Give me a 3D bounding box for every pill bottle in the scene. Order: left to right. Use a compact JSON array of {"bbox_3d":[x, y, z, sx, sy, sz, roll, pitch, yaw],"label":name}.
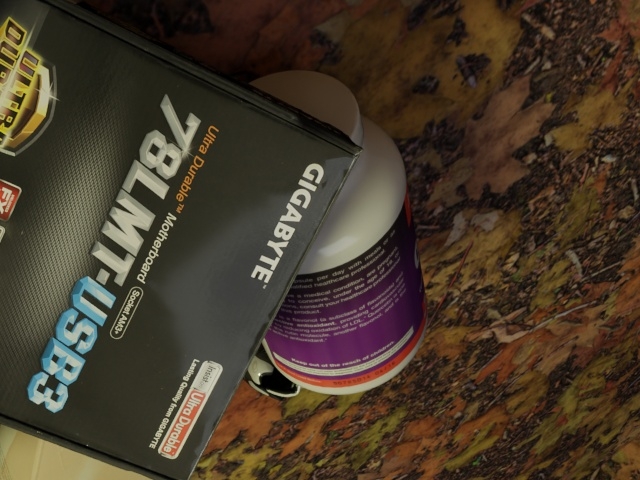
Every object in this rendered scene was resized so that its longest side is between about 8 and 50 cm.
[{"bbox_3d":[0.000,0.000,0.852,0.182,0.181,0.322,-31,143,-11],"label":"pill bottle"}]

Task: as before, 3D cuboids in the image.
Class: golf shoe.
[{"bbox_3d":[-0.046,0.157,1.054,0.077,0.094,0.198,-47,144,8],"label":"golf shoe"}]

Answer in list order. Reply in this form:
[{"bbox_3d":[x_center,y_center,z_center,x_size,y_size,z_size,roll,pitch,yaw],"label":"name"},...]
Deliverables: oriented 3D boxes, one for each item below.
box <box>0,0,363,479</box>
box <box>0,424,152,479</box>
[{"bbox_3d":[-0.167,-0.005,0.638,0.293,0.073,0.295,26,102,-13],"label":"box"},{"bbox_3d":[-0.200,0.125,0.822,0.148,0.121,0.311,-1,121,-33],"label":"box"}]
